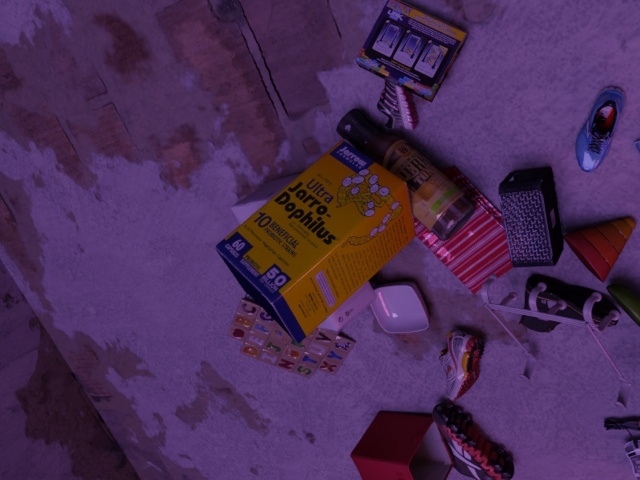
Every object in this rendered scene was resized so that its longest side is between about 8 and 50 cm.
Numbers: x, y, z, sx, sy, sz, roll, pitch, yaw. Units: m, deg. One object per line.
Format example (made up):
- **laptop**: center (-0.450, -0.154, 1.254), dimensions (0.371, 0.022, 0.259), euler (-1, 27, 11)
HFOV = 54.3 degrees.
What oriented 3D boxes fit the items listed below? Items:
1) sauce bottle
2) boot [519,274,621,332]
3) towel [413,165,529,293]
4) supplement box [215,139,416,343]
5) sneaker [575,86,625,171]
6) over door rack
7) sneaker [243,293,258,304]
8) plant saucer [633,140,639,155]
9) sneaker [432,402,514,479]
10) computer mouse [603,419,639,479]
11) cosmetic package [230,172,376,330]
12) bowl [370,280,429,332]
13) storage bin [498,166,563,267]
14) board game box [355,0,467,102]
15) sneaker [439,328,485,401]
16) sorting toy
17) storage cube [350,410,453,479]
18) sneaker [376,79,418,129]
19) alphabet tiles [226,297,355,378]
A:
- **sauce bottle**: center (0.173, -0.149, 1.337), dimensions (0.344, 0.111, 0.111), euler (44, 132, 14)
- **boot**: center (0.543, 0.167, 1.378), dimensions (0.198, 0.077, 0.137), euler (27, 135, 30)
- **towel**: center (0.319, -0.019, 1.411), dimensions (0.275, 0.031, 0.199), euler (45, 132, -2)
- **supplement box**: center (0.000, 0.000, 1.296), dimensions (0.194, 0.356, 0.195), euler (40, 164, 32)
- **sneaker**: center (0.509, -0.198, 1.154), dimensions (0.063, 0.073, 0.162), euler (17, 126, 20)
- **over door rack**: center (0.502, 0.196, 1.315), dimensions (0.240, 0.108, 0.324), euler (9, 143, 46)
- **sneaker**: center (-0.129, 0.142, 1.736), dimensions (0.130, 0.109, 0.286), euler (34, 133, -1)
- **plant saucer**: center (0.657, -0.117, 1.156), dimensions (0.067, 0.018, 0.192), euler (-26, 103, 39)
- **sneaker**: center (0.388, 0.558, 1.692), dimensions (0.276, 0.097, 0.135), euler (44, 129, -3)
- **computer mouse**: center (0.756, 0.500, 1.478), dimensions (0.106, 0.042, 0.193), euler (-20, 102, 33)
- **cosmetic package**: center (-0.042, 0.029, 1.541), dimensions (0.197, 0.155, 0.365), euler (0, 121, 56)
- **bowl**: center (0.203, 0.163, 1.581), dimensions (0.142, 0.053, 0.142), euler (-12, 112, 35)
- **storage bin**: center (0.427, -0.046, 1.257), dimensions (0.084, 0.122, 0.180), euler (-6, 108, 33)
- **board game box**: center (0.176, -0.371, 1.216), dimensions (0.170, 0.048, 0.141), euler (31, 96, 11)
- **sneaker**: center (0.350, 0.314, 1.583), dimensions (0.093, 0.088, 0.225), euler (32, 134, 36)
- **sorting toy**: center (0.653, 0.090, 1.258), dimensions (0.126, 0.127, 0.365), euler (-41, 98, 11)
- **storage cube**: center (0.230, 0.617, 1.755), dimensions (0.193, 0.215, 0.183), euler (-5, 117, 40)
- **sneaker**: center (0.147, -0.306, 1.307), dimensions (0.075, 0.063, 0.170), euler (-7, 120, 27)
- **alphabet tiles**: center (-0.088, 0.280, 1.784), dimensions (0.343, 0.011, 0.285), euler (22, 131, -7)
